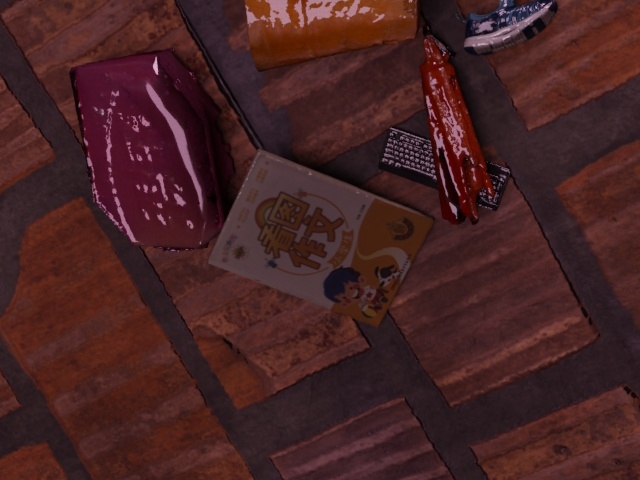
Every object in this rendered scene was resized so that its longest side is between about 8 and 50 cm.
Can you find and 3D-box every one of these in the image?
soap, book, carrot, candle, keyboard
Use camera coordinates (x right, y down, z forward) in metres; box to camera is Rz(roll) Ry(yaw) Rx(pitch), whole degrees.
[{"bbox_3d":[-0.258,-0.134,1.917,0.220,0.127,0.325,-3,107,20],"label":"soap"},{"bbox_3d":[0.000,0.000,1.881,0.295,0.020,0.208,21,115,-11],"label":"book"},{"bbox_3d":[0.019,-0.350,1.751,0.254,0.196,0.196,-4,106,7],"label":"carrot"},{"bbox_3d":[0.187,-0.168,1.788,0.084,0.059,0.302,-14,97,8],"label":"candle"},{"bbox_3d":[0.185,-0.107,1.843,0.196,0.015,0.074,22,113,11],"label":"keyboard"}]

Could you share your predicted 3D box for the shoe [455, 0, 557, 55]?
[{"bbox_3d":[0.266,-0.314,1.729,0.142,0.064,0.071,-19,82,17],"label":"shoe"}]
